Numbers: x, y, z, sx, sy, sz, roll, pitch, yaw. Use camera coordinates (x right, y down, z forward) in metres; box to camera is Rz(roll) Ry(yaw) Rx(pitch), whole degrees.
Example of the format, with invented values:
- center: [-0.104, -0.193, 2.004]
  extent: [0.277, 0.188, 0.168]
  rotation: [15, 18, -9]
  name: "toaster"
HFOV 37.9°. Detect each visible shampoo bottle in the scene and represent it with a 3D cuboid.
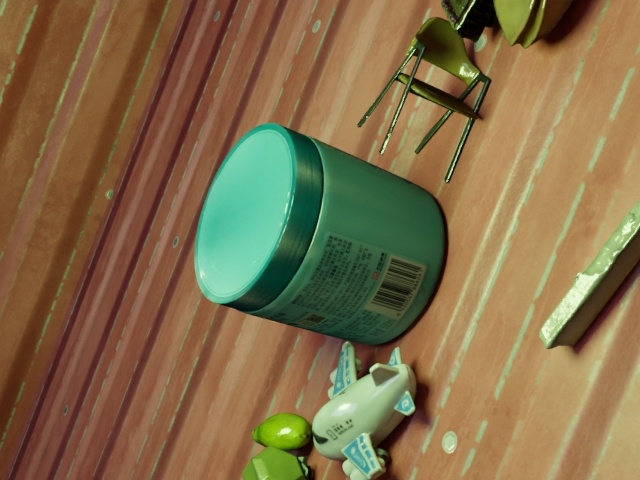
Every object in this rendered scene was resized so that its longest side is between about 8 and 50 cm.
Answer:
- center: [0.000, 0.000, 1.691]
  extent: [0.331, 0.342, 0.331]
  rotation: [-34, 46, 45]
  name: "shampoo bottle"

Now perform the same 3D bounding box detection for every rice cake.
- center: [0.398, 0.050, 1.321]
  extent: [0.052, 0.057, 0.256]
  rotation: [42, 113, 29]
  name: "rice cake"

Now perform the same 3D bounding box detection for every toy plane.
- center: [0.074, 0.297, 1.630]
  extent: [0.267, 0.122, 0.267]
  rotation: [-35, 46, 47]
  name: "toy plane"

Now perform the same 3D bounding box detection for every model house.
- center: [0.285, -0.436, 1.686]
  extent: [0.106, 0.165, 0.152]
  rotation: [0, 89, 41]
  name: "model house"

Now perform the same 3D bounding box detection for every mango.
- center: [-0.082, 0.380, 1.852]
  extent: [0.165, 0.091, 0.074]
  rotation: [-14, 72, 52]
  name: "mango"

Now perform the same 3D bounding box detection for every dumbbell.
- center: [-0.136, 0.531, 1.802]
  extent: [0.302, 0.121, 0.108]
  rotation: [-61, 9, 28]
  name: "dumbbell"

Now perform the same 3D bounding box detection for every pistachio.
- center: [0.363, -0.456, 1.554]
  extent: [0.213, 0.162, 0.261]
  rotation: [84, -168, -69]
  name: "pistachio"

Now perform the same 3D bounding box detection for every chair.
- center: [0.201, -0.266, 1.703]
  extent: [0.247, 0.158, 0.172]
  rotation: [-59, 31, 19]
  name: "chair"

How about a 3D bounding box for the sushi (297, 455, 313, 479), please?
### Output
- center: [-0.046, 0.485, 1.801]
  extent: [0.120, 0.026, 0.126]
  rotation: [-24, 63, 51]
  name: "sushi"
